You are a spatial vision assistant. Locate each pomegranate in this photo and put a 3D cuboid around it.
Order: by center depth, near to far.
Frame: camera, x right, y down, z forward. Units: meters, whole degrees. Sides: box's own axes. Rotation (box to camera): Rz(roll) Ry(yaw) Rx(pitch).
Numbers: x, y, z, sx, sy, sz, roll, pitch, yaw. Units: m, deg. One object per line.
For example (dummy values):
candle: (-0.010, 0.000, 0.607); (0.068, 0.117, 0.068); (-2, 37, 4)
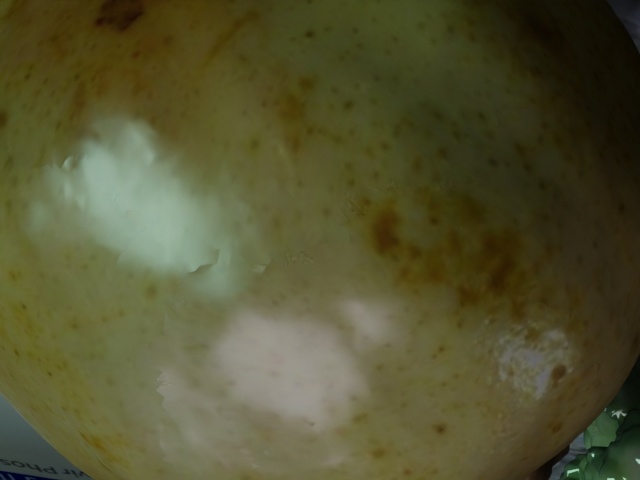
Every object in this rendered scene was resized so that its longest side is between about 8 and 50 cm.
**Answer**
pomegranate: (-0.010, -0.010, 0.493); (0.207, 0.207, 0.207); (11, 154, 5)

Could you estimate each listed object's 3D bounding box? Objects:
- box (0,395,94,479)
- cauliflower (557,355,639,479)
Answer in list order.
box: (-0.189, 0.066, 0.883); (0.343, 0.065, 0.200); (7, 153, 13)
cauliflower: (0.183, 0.146, 0.614); (0.239, 0.315, 0.256); (-24, 127, 11)
